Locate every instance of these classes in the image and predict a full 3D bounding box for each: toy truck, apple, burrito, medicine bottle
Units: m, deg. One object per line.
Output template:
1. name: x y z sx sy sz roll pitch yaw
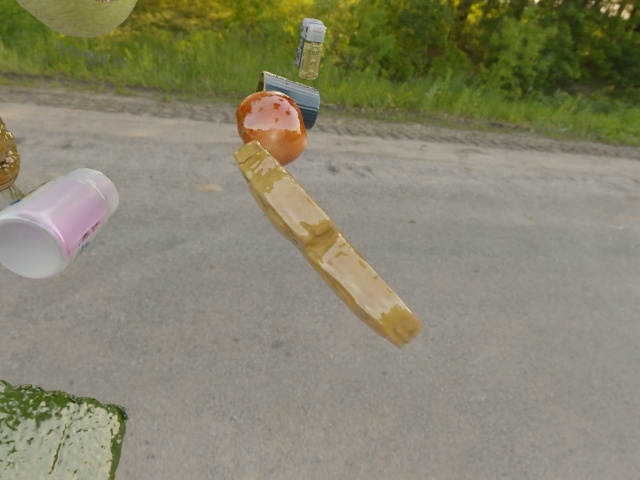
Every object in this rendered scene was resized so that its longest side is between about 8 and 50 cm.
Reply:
1. toy truck: -0.022 -0.437 0.993 0.052 0.123 0.063 -2 38 -21
2. apple: -0.103 -0.236 0.925 0.139 0.163 0.163 -20 35 2
3. burrito: -0.693 -0.140 0.927 0.042 0.171 0.051 -31 48 -21
4. medicine bottle: -0.530 -0.046 0.889 0.152 0.152 0.254 9 29 -3

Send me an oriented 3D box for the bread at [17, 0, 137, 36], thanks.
1. bread: -0.577 -0.642 0.997 0.320 0.237 0.320 -1 75 2

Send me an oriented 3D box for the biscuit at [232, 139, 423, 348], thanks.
1. biscuit: 0.000 0.000 0.585 0.312 0.057 0.351 47 2 -26

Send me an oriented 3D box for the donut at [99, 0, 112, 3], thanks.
1. donut: -0.403 -0.484 0.777 0.065 0.117 0.166 0 16 37

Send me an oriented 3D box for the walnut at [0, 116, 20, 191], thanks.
1. walnut: -0.512 -0.116 0.600 0.155 0.155 0.184 1 34 -15

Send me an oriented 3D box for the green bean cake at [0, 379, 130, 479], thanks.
1. green bean cake: -0.428 0.340 0.599 0.247 0.156 0.250 36 45 -43

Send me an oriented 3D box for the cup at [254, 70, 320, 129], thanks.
1. cup: -0.097 -0.365 1.163 0.155 0.131 0.176 7 8 -19
